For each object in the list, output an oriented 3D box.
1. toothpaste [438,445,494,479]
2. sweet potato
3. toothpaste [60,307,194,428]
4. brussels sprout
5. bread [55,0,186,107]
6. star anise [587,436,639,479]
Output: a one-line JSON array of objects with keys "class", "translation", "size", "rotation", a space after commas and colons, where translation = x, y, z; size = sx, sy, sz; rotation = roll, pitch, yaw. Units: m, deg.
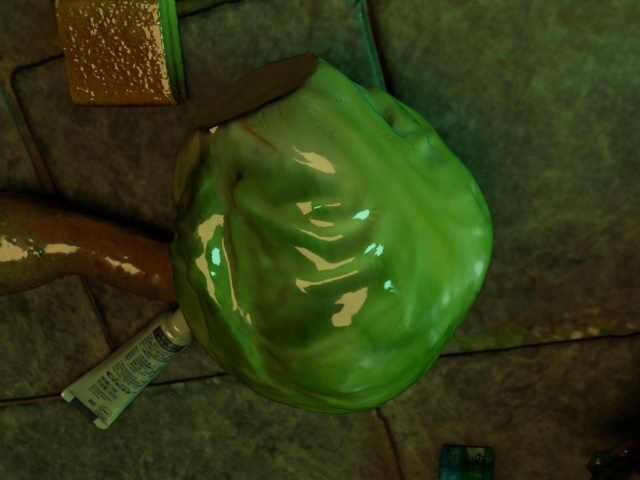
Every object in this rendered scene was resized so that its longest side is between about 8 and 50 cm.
[{"class": "toothpaste", "translation": [0.137, 0.321, 0.667], "size": [0.050, 0.065, 0.266], "rotation": [0, 110, 12]}, {"class": "sweet potato", "translation": [-0.266, 0.008, 0.636], "size": [0.385, 0.109, 0.109], "rotation": [0, 111, 2]}, {"class": "toothpaste", "translation": [-0.177, 0.118, 0.688], "size": [0.062, 0.037, 0.216], "rotation": [46, 119, -6]}, {"class": "brussels sprout", "translation": [0.000, 0.000, 0.506], "size": [0.244, 0.244, 0.244], "rotation": [5, 112, 13]}, {"class": "bread", "translation": [-0.159, -0.153, 0.576], "size": [0.094, 0.035, 0.090], "rotation": [3, 112, 14]}, {"class": "star anise", "translation": [0.299, 0.195, 0.550], "size": [0.223, 0.109, 0.236], "rotation": [30, 103, -23]}]
